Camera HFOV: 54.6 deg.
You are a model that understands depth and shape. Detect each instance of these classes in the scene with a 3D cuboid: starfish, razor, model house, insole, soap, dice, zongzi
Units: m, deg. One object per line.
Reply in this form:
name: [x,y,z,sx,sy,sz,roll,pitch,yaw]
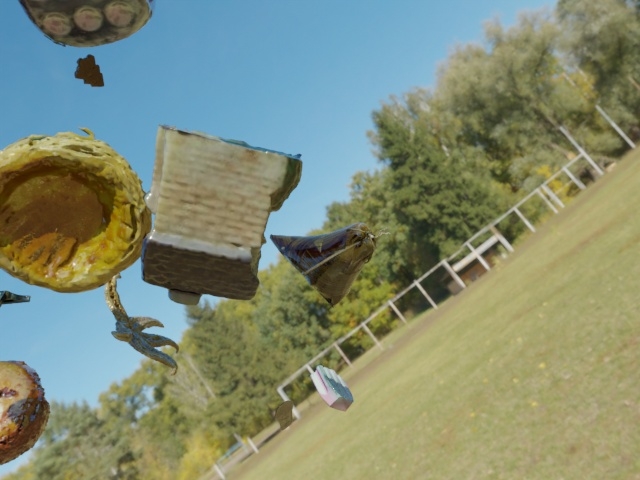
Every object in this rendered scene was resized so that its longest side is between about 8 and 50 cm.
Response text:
starfish: [-0.519,0.244,1.756,0.094,0.327,0.375,-36,6,-1]
razor: [-0.473,0.108,0.881,0.066,0.033,0.190,-5,17,-9]
model house: [-0.184,-0.042,1.044,0.298,0.243,0.285,-127,54,-77]
insole: [-0.068,0.339,1.196,0.045,0.002,0.135,-36,-28,-22]
soap: [0.040,0.468,1.951,0.100,0.149,0.056,25,-73,-32]
dice: [-0.541,-0.629,1.409,0.269,0.272,0.270,-11,-31,-1]
zongzi: [0.000,0.000,1.414,0.111,0.241,0.248,-43,-12,-42]

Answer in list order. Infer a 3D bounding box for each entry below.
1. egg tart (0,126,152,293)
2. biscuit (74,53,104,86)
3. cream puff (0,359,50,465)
egg tart: [-0.572,-0.068,1.396,0.387,0.388,0.169,-38,26,1]
biscuit: [-0.592,-0.431,1.598,0.092,0.016,0.082,50,-128,-48]
cream puff: [-0.684,0.362,1.296,0.240,0.240,0.164,-35,-31,-16]
